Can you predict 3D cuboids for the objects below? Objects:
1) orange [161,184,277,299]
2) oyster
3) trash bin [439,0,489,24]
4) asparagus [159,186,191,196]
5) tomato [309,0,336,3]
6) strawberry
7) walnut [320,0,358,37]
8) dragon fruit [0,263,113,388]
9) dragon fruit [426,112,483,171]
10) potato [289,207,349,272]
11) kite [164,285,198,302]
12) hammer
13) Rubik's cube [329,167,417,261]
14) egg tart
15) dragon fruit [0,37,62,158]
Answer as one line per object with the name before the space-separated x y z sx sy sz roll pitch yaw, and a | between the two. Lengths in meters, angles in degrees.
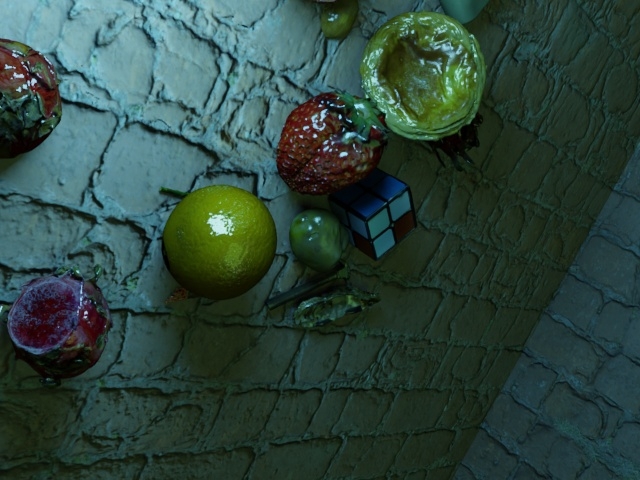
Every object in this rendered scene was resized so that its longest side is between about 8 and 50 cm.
orange | -0.232 0.006 1.601 0.274 0.274 0.274 -25 132 -32
oyster | 0.054 0.202 2.176 0.344 0.078 0.129 -9 130 -37
trash bin | 0.387 -0.738 1.833 0.243 0.121 0.247 -52 144 -5
asparagus | -0.309 -0.109 1.636 0.162 0.016 0.016 6 93 -46
tomato | -0.017 -0.612 1.493 0.233 0.139 0.201 25 90 -16
strawberry | 0.021 -0.233 1.739 0.288 0.250 0.238 -52 -179 30
walnut | 0.054 -0.543 1.677 0.091 0.052 0.121 24 96 -47
dragon fruit | -0.551 0.159 1.445 0.147 0.210 0.282 44 56 -56
dragon fruit | 0.370 -0.335 1.997 0.192 0.274 0.193 -41 -175 41
potato | -0.004 -0.001 1.931 0.200 0.136 0.155 51 47 -49
kite | -0.300 0.110 1.801 0.222 0.008 0.125 -47 140 -11
hammer | -0.034 0.138 2.055 0.297 0.027 0.125 -24 108 -27
Rubik's cube | 0.153 -0.082 2.004 0.183 0.167 0.180 -36 137 -20
egg tart | 0.268 -0.426 1.835 0.352 0.352 0.150 -50 -178 -7
dragon fruit | -0.543 -0.231 1.211 0.223 0.148 0.219 26 97 -50
